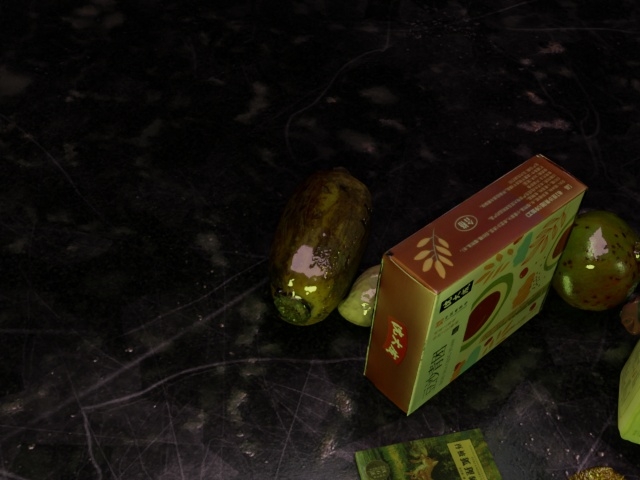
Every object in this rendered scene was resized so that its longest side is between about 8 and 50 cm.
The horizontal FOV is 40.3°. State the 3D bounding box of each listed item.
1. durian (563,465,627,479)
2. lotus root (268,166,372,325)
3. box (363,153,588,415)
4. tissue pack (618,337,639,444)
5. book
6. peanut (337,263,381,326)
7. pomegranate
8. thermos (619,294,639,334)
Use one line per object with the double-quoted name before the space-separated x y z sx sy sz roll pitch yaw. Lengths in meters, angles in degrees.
"durian" 0.426 0.428 1.358 0.158 0.168 0.137 -2 27 -29
"lotus root" 0.000 0.000 1.702 0.179 0.196 0.397 21 48 2
"box" 0.268 0.078 1.541 0.385 0.345 0.122 -32 57 -29
"tissue pack" 0.605 0.229 1.494 0.125 0.234 0.159 13 47 7
"book" 0.186 0.401 1.453 0.228 0.024 0.160 -8 45 -10
"peanut" 0.150 0.086 1.695 0.263 0.101 0.117 -21 32 -21
"pomegranate" 0.505 0.036 1.703 0.246 0.198 0.198 9 47 8
"thermos" 0.710 0.162 1.618 0.330 0.110 0.136 12 12 -7
